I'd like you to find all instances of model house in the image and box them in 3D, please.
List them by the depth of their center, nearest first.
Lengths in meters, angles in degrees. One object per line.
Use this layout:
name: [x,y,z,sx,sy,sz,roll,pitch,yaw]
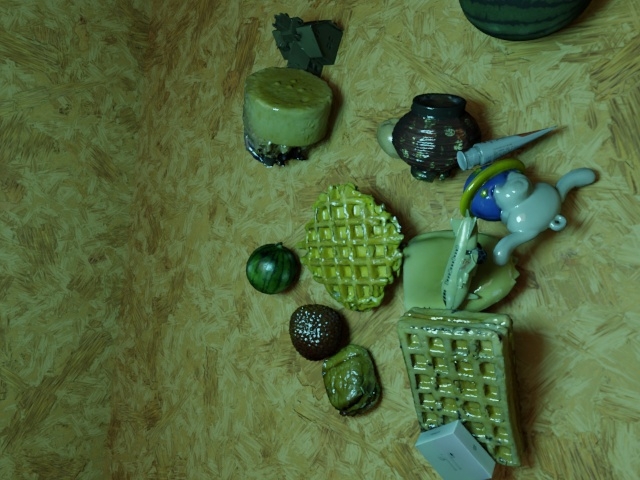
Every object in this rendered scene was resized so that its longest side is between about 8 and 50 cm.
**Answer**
model house: [-0.082,-0.729,1.550,0.211,0.243,0.204,16,93,40]

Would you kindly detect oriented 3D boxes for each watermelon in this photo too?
watermelon: [0.490,-0.649,1.036,0.359,0.279,0.279,43,111,40]
watermelon: [-0.175,0.092,1.546,0.188,0.188,0.215,32,111,38]

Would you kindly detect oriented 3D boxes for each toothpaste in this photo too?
toothpaste: [0.463,-0.236,1.053,0.234,0.089,0.057,-18,93,0]

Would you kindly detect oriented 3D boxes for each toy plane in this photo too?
toy plane: [0.341,0.053,1.004,0.092,0.229,0.244,2,104,8]

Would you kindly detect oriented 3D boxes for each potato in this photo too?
potato: [0.232,-0.321,1.321,0.112,0.112,0.147,-44,52,27]

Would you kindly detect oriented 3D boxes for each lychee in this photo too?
lychee: [-0.013,0.298,1.375,0.194,0.194,0.194,-7,79,39]

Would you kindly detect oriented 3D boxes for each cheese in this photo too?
cheese: [0.366,0.090,1.133,0.315,0.128,0.260,-9,76,36]

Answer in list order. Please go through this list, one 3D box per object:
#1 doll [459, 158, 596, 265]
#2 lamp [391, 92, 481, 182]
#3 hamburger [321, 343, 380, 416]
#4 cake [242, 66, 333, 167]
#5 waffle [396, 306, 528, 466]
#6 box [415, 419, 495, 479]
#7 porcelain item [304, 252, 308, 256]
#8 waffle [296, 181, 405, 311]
doll: [0.491,-0.123,1.027,0.311,0.160,0.243,-31,35,6]
lamp: [0.318,-0.280,1.169,0.247,0.247,0.247,-7,79,39]
hamburger: [0.087,0.439,1.317,0.183,0.130,0.206,-36,60,29]
cake: [-0.129,-0.420,1.540,0.332,0.332,0.321,54,149,31]
waffle: [0.350,0.350,1.025,0.261,0.114,0.376,-5,108,35]
box: [0.321,0.512,1.011,0.129,0.051,0.130,48,130,4]
porcelain item: [0.000,0.000,1.500,0.216,0.069,0.081,-51,60,28]
waffle: [0.085,0.021,1.309,0.382,0.095,0.380,44,125,29]
